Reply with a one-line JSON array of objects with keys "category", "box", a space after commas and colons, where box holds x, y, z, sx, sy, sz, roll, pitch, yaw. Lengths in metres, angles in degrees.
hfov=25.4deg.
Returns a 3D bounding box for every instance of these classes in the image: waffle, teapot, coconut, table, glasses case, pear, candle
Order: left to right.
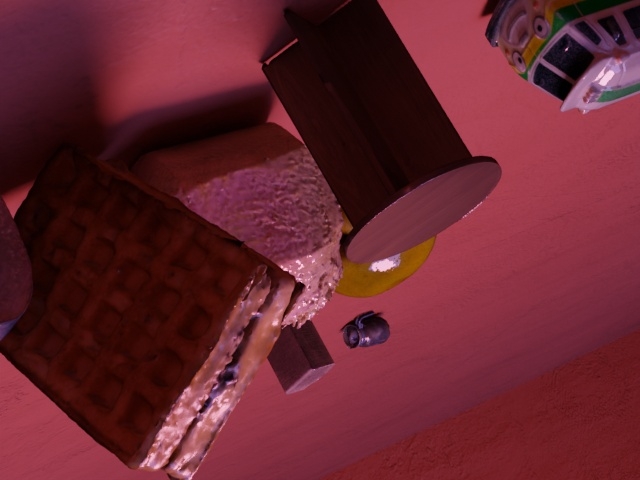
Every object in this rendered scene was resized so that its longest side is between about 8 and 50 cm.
[{"category": "candle", "box": [-0.340, 0.000, 1.257, 0.068, 0.192, 0.168, -43, -159, 41]}, {"category": "waffle", "box": [-0.179, 0.054, 1.289, 0.213, 0.308, 0.091, -58, 142, -1]}, {"category": "coconut", "box": [-0.111, 0.008, 1.484, 0.245, 0.233, 0.233, -23, 162, -27]}, {"category": "glasses case", "box": [-0.058, 0.088, 1.808, 0.047, 0.205, 0.071, -12, 156, -44]}, {"category": "table", "box": [0.045, -0.117, 1.357, 0.167, 0.227, 0.167, -26, 161, -9]}, {"category": "teapot", "box": [0.086, 0.158, 2.479, 0.083, 0.049, 0.063, -11, 155, -44]}, {"category": "pear", "box": [0.065, -0.022, 1.799, 0.180, 0.166, 0.216, -52, 176, 25]}]

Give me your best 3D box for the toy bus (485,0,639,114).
[{"category": "toy bus", "box": [0.338, -0.244, 1.552, 0.276, 0.165, 0.134, -22, 160, -23]}]
